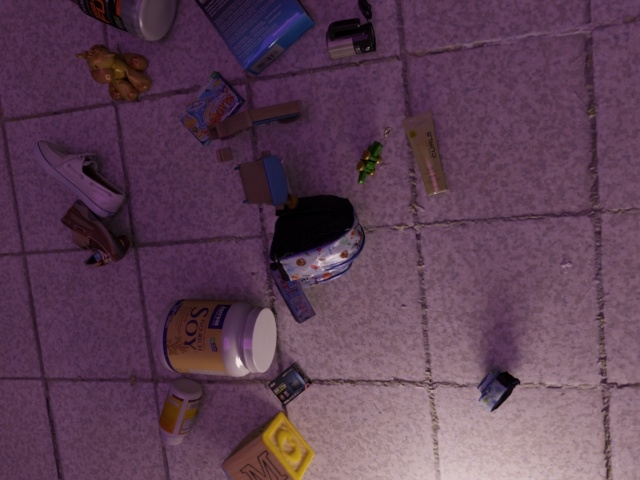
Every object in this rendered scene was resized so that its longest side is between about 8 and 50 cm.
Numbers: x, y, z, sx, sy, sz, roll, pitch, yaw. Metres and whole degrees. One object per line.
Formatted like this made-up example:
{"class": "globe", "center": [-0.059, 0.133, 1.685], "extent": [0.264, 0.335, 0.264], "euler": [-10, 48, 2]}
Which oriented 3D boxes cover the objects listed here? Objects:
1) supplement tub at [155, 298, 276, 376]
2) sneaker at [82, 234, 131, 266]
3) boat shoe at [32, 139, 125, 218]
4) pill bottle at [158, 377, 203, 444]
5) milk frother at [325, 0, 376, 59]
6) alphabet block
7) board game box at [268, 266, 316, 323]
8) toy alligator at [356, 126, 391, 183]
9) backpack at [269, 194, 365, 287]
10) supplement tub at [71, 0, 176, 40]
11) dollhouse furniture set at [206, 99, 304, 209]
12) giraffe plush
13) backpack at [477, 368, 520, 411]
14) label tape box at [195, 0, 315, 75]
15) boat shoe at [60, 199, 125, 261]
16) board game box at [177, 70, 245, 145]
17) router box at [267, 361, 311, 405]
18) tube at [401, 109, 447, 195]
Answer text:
{"class": "supplement tub", "center": [-0.332, 0.314, 1.745], "extent": [0.331, 0.241, 0.241], "euler": [-1, 97, 16]}
{"class": "sneaker", "center": [-0.756, 0.044, 1.912], "extent": [0.185, 0.084, 0.070], "euler": [-33, 88, 18]}
{"class": "boat shoe", "center": [-0.821, -0.251, 1.866], "extent": [0.367, 0.136, 0.156], "euler": [43, 107, 4]}
{"class": "pill bottle", "center": [-0.497, 0.605, 1.897], "extent": [0.117, 0.117, 0.215], "euler": [22, 103, 12]}
{"class": "milk frother", "center": [0.087, -0.621, 1.581], "extent": [0.134, 0.129, 0.143], "euler": [-5, 53, 16]}
{"class": "alphabet block", "center": [-0.171, 0.726, 1.783], "extent": [0.197, 0.192, 0.193], "euler": [-41, 87, 18]}
{"class": "board game box", "center": [-0.094, 0.159, 1.693], "extent": [0.060, 0.194, 0.194], "euler": [-28, 89, -9]}
{"class": "toy alligator", "center": [0.152, -0.262, 1.627], "extent": [0.051, 0.056, 0.190], "euler": [44, 112, 49]}
{"class": "backpack", "center": [0.000, 0.000, 1.598], "extent": [0.263, 0.277, 0.213], "euler": [-21, 130, 19]}
{"class": "supplement tub", "center": [-0.638, -0.776, 1.710], "extent": [0.315, 0.193, 0.194], "euler": [25, 104, 12]}
{"class": "dollhouse furniture set", "center": [-0.166, -0.246, 1.663], "extent": [0.286, 0.198, 0.304], "euler": [0, 107, 53]}
{"class": "giraffe plush", "center": [-0.685, -0.569, 1.763], "extent": [0.181, 0.170, 0.210], "euler": [-27, 90, 18]}
{"class": "backpack", "center": [0.515, 0.439, 1.590], "extent": [0.084, 0.105, 0.114], "euler": [39, 108, 31]}
{"class": "label tape box", "center": [-0.219, -0.725, 1.639], "extent": [0.249, 0.115, 0.348], "euler": [-36, 84, 17]}
{"class": "boat shoe", "center": [-0.783, -0.014, 1.849], "extent": [0.116, 0.123, 0.324], "euler": [-44, 55, -15]}
{"class": "board game box", "center": [-0.357, -0.428, 1.757], "extent": [0.136, 0.035, 0.201], "euler": [46, 107, 6]}
{"class": "router box", "center": [-0.103, 0.482, 1.806], "extent": [0.122, 0.038, 0.092], "euler": [-42, 84, 17]}
{"class": "tube", "center": [0.310, -0.252, 1.578], "extent": [0.070, 0.062, 0.240], "euler": [-14, 88, -23]}
